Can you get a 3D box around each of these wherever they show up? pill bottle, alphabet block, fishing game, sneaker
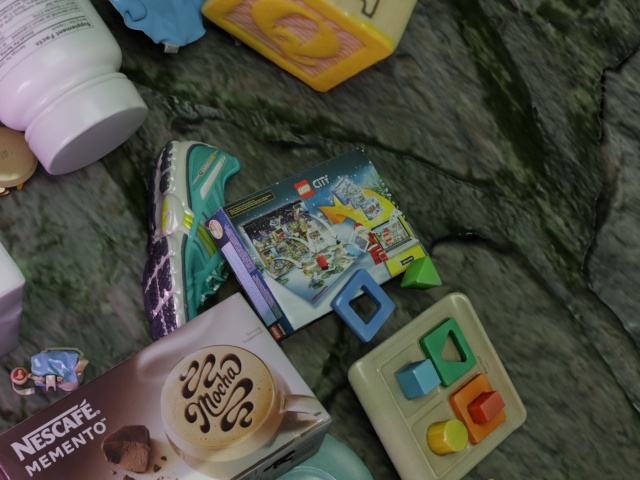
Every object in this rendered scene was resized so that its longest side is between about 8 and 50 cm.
[{"bbox_3d":[-0.326,-0.226,1.587,0.160,0.160,0.283,-31,82,-20],"label":"pill bottle"},{"bbox_3d":[0.006,-0.324,1.664,0.193,0.192,0.197,31,66,-18],"label":"alphabet block"},{"bbox_3d":[-0.202,-0.309,1.658,0.264,0.041,0.189,8,64,-46],"label":"fishing game"},{"bbox_3d":[-0.137,0.015,1.589,0.110,0.107,0.275,9,70,-20],"label":"sneaker"}]

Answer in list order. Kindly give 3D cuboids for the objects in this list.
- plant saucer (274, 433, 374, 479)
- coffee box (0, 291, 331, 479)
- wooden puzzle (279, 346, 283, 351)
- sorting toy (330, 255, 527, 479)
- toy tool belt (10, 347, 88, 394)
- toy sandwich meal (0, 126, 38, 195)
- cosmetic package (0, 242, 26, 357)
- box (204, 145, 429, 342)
[{"bbox_3d":[-0.021,0.293,1.479,0.195,0.037,0.195,4,76,-14],"label":"plant saucer"},{"bbox_3d":[-0.161,0.208,1.402,0.297,0.119,0.168,-30,72,-20],"label":"coffee box"},{"bbox_3d":[-0.123,0.324,1.506,0.322,0.080,0.347,-22,83,-19],"label":"wooden puzzle"},{"bbox_3d":[0.144,0.175,1.585,0.196,0.047,0.347,-32,97,-37],"label":"sorting toy"},{"bbox_3d":[-0.297,0.141,1.533,0.083,0.051,0.052,-4,73,-14],"label":"toy tool belt"},{"bbox_3d":[-0.364,-0.090,1.606,0.086,0.029,0.085,5,67,-12],"label":"toy sandwich meal"},{"bbox_3d":[-0.473,0.140,1.367,0.377,0.284,0.097,-33,81,-21],"label":"cosmetic package"},{"bbox_3d":[0.000,0.000,1.610,0.233,0.044,0.159,-26,81,-40],"label":"box"}]
